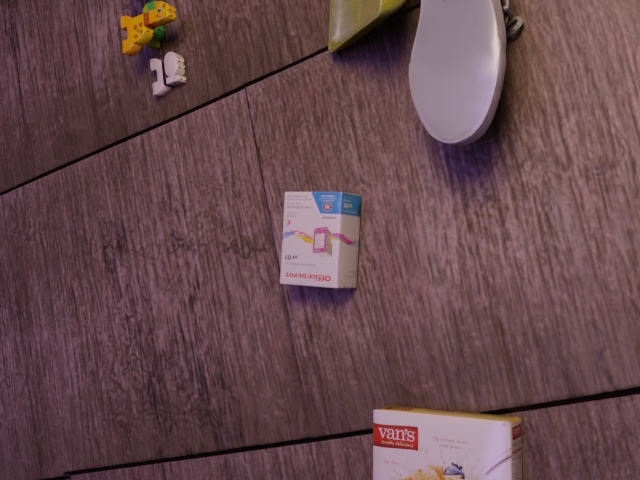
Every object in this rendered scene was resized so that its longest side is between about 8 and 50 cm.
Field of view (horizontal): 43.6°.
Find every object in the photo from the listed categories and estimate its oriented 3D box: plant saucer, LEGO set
[{"bbox_3d":[0.061,-0.335,0.964,0.188,0.045,0.188,178,95,-73],"label":"plant saucer"},{"bbox_3d":[-0.237,-0.338,1.172,0.093,0.087,0.227,-10,83,32],"label":"LEGO set"}]

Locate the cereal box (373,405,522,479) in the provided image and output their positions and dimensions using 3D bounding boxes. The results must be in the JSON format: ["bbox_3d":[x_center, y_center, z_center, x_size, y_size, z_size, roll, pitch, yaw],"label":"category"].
[{"bbox_3d":[0.144,0.317,0.919,0.173,0.047,0.240,-3,86,32],"label":"cereal box"}]

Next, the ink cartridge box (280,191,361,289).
[{"bbox_3d":[0.000,0.000,1.025,0.089,0.052,0.122,2,90,32],"label":"ink cartridge box"}]

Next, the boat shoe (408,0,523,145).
[{"bbox_3d":[0.165,-0.249,0.906,0.113,0.105,0.306,-15,73,35],"label":"boat shoe"}]
